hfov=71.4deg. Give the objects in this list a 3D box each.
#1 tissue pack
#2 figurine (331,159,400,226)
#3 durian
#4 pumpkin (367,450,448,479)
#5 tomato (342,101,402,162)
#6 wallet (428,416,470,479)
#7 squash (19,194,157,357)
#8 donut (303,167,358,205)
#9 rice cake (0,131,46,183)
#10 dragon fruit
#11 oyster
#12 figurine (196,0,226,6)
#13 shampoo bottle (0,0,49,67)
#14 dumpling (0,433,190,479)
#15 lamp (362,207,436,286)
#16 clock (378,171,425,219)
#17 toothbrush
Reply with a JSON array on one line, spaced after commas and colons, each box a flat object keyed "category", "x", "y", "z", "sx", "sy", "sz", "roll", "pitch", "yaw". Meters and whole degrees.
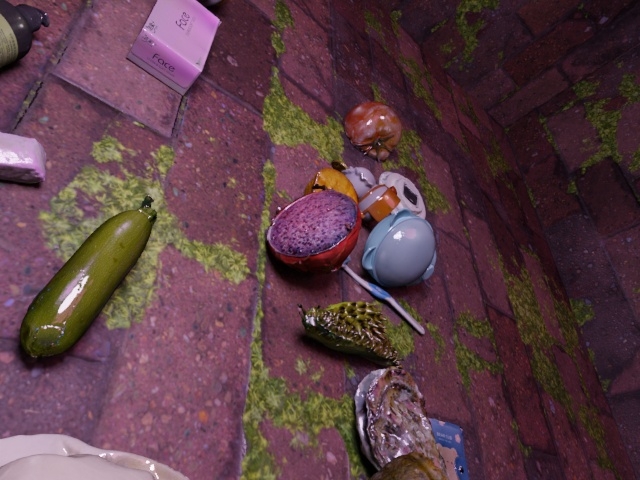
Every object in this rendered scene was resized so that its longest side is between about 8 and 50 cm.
[{"category": "tissue pack", "x": -0.336, "y": -0.479, "z": 1.049, "sx": 0.149, "sy": 0.092, "sz": 0.246, "roll": 31, "pitch": 43, "yaw": -32}, {"category": "figurine", "x": 0.130, "y": -0.127, "z": 1.288, "sx": 0.271, "sy": 0.143, "sz": 0.143, "roll": 32, "pitch": 42, "yaw": -10}, {"category": "durian", "x": 0.068, "y": 0.193, "z": 0.979, "sx": 0.375, "sy": 0.132, "sz": 0.106, "roll": 35, "pitch": 54, "yaw": -35}, {"category": "pumpkin", "x": 0.128, "y": 0.531, "z": 0.687, "sx": 0.232, "sy": 0.242, "sz": 0.324, "roll": -20, "pitch": 100, "yaw": -22}, {"category": "tomato", "x": 0.199, "y": -0.393, "z": 1.540, "sx": 0.214, "sy": 0.155, "sz": 0.180, "roll": 15, "pitch": 49, "yaw": -40}, {"category": "wallet", "x": 0.287, "y": 0.528, "z": 1.031, "sx": 0.141, "sy": 0.059, "sz": 0.202, "roll": 25, "pitch": 45, "yaw": -26}, {"category": "squash", "x": -0.333, "y": 0.034, "z": 0.684, "sx": 0.087, "sy": 0.087, "sz": 0.331, "roll": 41, "pitch": 38, "yaw": -20}, {"category": "donut", "x": 0.027, "y": -0.095, "z": 1.188, "sx": 0.174, "sy": 0.075, "sz": 0.190, "roll": 4, "pitch": 67, "yaw": -48}, {"category": "rice cake", "x": -0.557, "y": -0.130, "z": 0.576, "sx": 0.365, "sy": 0.056, "sz": 0.072, "roll": 3, "pitch": 60, "yaw": -48}, {"category": "dragon fruit", "x": -0.001, "y": 0.003, "z": 1.019, "sx": 0.224, "sy": 0.218, "sz": 0.148, "roll": 42, "pitch": -18, "yaw": 47}, {"category": "oyster", "x": 0.166, "y": 0.440, "z": 0.911, "sx": 0.162, "sy": 0.158, "sz": 0.350, "roll": -11, "pitch": 76, "yaw": -7}, {"category": "figurine", "x": -0.298, "y": -0.702, "z": 1.179, "sx": 0.142, "sy": 0.189, "sz": 0.263, "roll": 42, "pitch": 19, "yaw": -24}, {"category": "shampoo bottle", "x": -0.538, "y": -0.319, "z": 0.698, "sx": 0.101, "sy": 0.101, "sz": 0.283, "roll": 42, "pitch": 39, "yaw": -19}, {"category": "dumpling", "x": -0.304, "y": 0.319, "z": 0.479, "sx": 0.243, "sy": 0.187, "sz": 0.318, "roll": 31, "pitch": 12, "yaw": 35}, {"category": "lamp", "x": 0.230, "y": 0.037, "z": 1.224, "sx": 0.147, "sy": 0.209, "sz": 0.284, "roll": 41, "pitch": 3, "yaw": 29}, {"category": "clock", "x": 0.297, "y": -0.149, "z": 1.547, "sx": 0.236, "sy": 0.053, "sz": 0.236, "roll": 29, "pitch": 44, "yaw": -33}, {"category": "toothbrush", "x": 0.158, "y": 0.145, "z": 1.197, "sx": 0.386, "sy": 0.040, "sz": 0.040, "roll": 44, "pitch": 39, "yaw": -22}]
